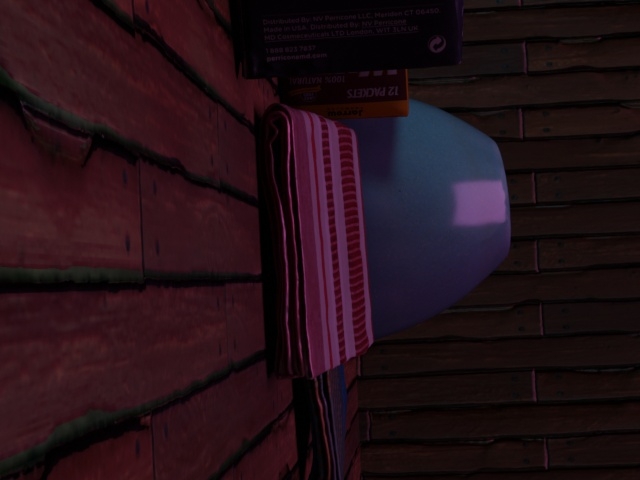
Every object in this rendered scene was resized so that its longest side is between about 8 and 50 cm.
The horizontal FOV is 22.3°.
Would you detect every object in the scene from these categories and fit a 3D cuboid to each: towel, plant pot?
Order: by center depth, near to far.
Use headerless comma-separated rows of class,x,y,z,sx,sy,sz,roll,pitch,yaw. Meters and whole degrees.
towel,0.000,0.000,1.522,0.329,0.037,0.237,-3,90,-79
towel,-0.008,0.057,1.727,0.271,0.040,0.370,-85,170,-71
plant pot,0.107,-0.036,1.832,0.290,0.195,0.290,174,-90,-88

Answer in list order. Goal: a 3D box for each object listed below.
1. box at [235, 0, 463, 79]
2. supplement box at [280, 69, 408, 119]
box,0.018,-0.324,1.287,0.296,0.183,0.294,-88,173,-58
supplement box,0.021,-0.252,1.666,0.194,0.129,0.191,-88,175,-55
